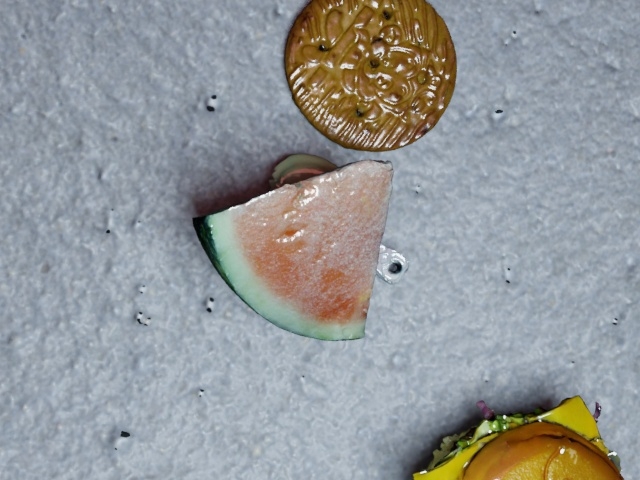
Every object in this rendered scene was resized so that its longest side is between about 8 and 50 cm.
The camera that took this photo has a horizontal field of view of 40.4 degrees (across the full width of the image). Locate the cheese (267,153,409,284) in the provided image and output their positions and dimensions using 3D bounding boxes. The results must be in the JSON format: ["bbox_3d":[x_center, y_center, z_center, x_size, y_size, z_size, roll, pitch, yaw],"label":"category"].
[{"bbox_3d":[0.012,-0.012,0.892,0.092,0.047,0.171,-35,92,-8],"label":"cheese"}]

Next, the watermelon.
[{"bbox_3d":[-0.014,0.018,0.801,0.207,0.202,0.136,41,43,-12],"label":"watermelon"}]

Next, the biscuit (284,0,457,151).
[{"bbox_3d":[0.055,-0.186,0.922,0.187,0.027,0.188,1,86,-9],"label":"biscuit"}]

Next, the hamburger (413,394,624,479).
[{"bbox_3d":[0.197,0.275,0.849,0.261,0.138,0.243,-16,89,-15],"label":"hamburger"}]
